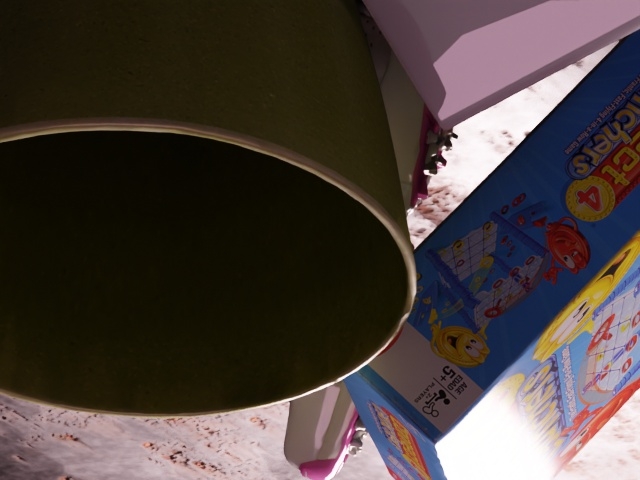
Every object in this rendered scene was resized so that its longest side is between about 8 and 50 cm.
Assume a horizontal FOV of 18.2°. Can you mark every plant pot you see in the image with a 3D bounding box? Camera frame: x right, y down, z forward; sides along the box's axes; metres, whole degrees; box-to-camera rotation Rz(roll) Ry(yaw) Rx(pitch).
[{"bbox_3d":[-0.090,-0.100,1.048,0.275,0.293,0.274,0,148,0],"label":"plant pot"}]

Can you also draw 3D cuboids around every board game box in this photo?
[{"bbox_3d":[0.157,0.028,1.216,0.302,0.086,0.308,-45,159,-8],"label":"board game box"}]

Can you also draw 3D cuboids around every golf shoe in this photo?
[{"bbox_3d":[0.000,0.000,1.273,0.140,0.306,0.115,13,-169,7],"label":"golf shoe"}]

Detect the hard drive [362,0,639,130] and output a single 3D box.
[{"bbox_3d":[0.145,-0.215,0.949,0.319,0.040,0.210,-28,106,19],"label":"hard drive"}]
